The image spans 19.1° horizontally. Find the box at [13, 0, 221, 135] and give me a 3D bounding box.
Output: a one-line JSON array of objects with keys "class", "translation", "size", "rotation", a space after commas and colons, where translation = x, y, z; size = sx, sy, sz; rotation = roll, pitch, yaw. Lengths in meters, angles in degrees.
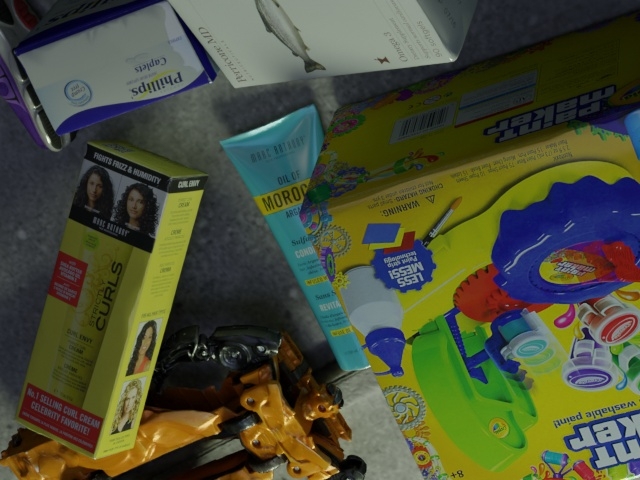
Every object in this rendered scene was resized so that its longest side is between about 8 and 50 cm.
[{"class": "box", "translation": [-0.131, -0.148, 1.356], "size": [0.126, 0.137, 0.072], "rotation": [-18, 113, 19]}]

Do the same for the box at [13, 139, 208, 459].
[{"class": "box", "translation": [-0.162, 0.044, 1.461], "size": [0.087, 0.058, 0.232], "rotation": [23, 105, 24]}]

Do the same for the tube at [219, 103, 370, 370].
[{"class": "tube", "translation": [0.000, 0.000, 1.468], "size": [0.080, 0.052, 0.207], "rotation": [-22, 106, 10]}]

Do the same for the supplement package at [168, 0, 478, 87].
[{"class": "supplement package", "translation": [0.005, -0.179, 1.262], "size": [0.179, 0.105, 0.105], "rotation": [-4, 141, 34]}]

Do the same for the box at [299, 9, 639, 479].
[{"class": "box", "translation": [0.181, 0.015, 1.366], "size": [0.290, 0.177, 0.279], "rotation": [-18, 114, 19]}]

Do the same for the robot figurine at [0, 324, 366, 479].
[{"class": "robot figurine", "translation": [-0.106, 0.168, 1.552], "size": [0.291, 0.085, 0.211], "rotation": [-24, 112, 22]}]

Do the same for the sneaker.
[{"class": "sneaker", "translation": [-0.241, -0.141, 1.435], "size": [0.071, 0.068, 0.170], "rotation": [-23, 103, 37]}]
